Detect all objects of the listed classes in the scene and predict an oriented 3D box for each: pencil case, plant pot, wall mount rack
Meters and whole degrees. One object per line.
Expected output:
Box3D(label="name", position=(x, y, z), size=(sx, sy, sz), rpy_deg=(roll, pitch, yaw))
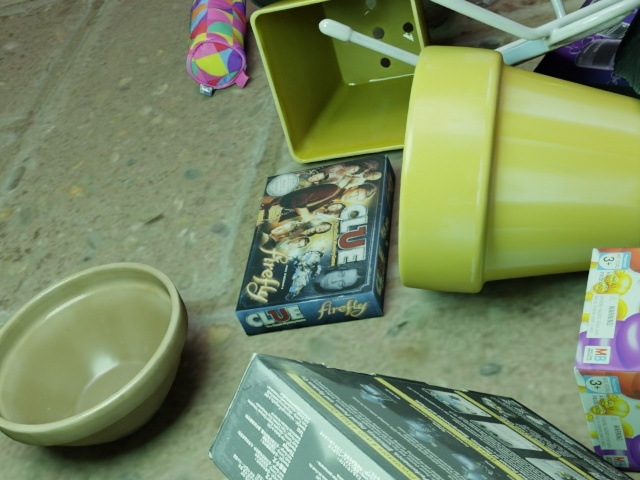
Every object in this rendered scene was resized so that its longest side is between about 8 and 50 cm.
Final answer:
Box3D(label="pencil case", position=(-0.167, -0.337, 1.624), size=(0.104, 0.104, 0.236), rpy_deg=(-16, 41, 10))
Box3D(label="plant pot", position=(0.213, -0.064, 1.012), size=(0.239, 0.254, 0.254), rpy_deg=(6, 45, 10))
Box3D(label="plant pot", position=(0.058, -0.251, 1.330), size=(0.212, 0.212, 0.187), rpy_deg=(-7, 27, 21))
Box3D(label="plant pot", position=(-0.245, 0.144, 1.091), size=(0.237, 0.110, 0.237), rpy_deg=(-14, 39, 11))
Box3D(label="wall mount rack", position=(0.184, -0.247, 1.069), size=(0.304, 0.130, 0.350), rpy_deg=(-23, 4, -17))

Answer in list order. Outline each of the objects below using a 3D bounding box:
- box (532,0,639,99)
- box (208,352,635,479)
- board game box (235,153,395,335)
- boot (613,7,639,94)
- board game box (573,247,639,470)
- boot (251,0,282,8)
Box3D(label="box", position=(0.399, -0.231, 1.206), size=(0.184, 0.103, 0.261), rpy_deg=(14, 52, 35))
Box3D(label="box", position=(0.159, 0.217, 0.649), size=(0.395, 0.318, 0.097), rpy_deg=(33, 101, 45))
Box3D(label="board game box", position=(0.000, 0.000, 1.186), size=(0.165, 0.042, 0.243), rpy_deg=(-10, 40, 17))
Box3D(label="boot", position=(0.412, -0.157, 0.996), size=(0.207, 0.094, 0.246), rpy_deg=(25, 26, -2))
Box3D(label="board game box", position=(0.363, 0.098, 0.806), size=(0.275, 0.142, 0.144), rpy_deg=(-2, 43, 25))
Box3D(label="boot", position=(0.026, -0.419, 1.442), size=(0.367, 0.146, 0.445), rpy_deg=(-15, 15, 10))
